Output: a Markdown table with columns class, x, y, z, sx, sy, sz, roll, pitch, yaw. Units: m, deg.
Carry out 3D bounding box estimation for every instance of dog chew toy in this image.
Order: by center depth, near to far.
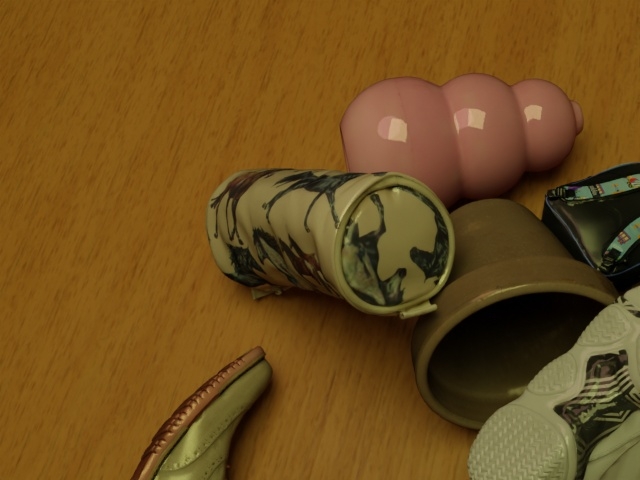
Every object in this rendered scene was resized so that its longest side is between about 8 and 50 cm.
| class | x | y | z | sx | sy | sz | roll | pitch | yaw |
| --- | --- | --- | --- | --- | --- | --- | --- | --- | --- |
| dog chew toy | 0.198 | -0.141 | 1.405 | 0.331 | 0.206 | 0.207 | -11 | 59 | 1 |

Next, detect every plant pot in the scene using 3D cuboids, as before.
| class | x | y | z | sx | sy | sz | roll | pitch | yaw |
| --- | --- | --- | --- | --- | --- | --- | --- | --- | --- |
| plant pot | 0.231 | 0.070 | 1.262 | 0.263 | 0.263 | 0.229 | -15 | 42 | 7 |

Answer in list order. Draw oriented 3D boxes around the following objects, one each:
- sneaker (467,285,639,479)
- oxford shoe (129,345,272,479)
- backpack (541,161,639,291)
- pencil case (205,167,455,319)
| class | x | y | z | sx | sy | sz | roll | pitch | yaw |
| --- | --- | --- | --- | --- | --- | --- | --- | --- | --- |
| sneaker | 0.354 | 0.198 | 1.132 | 0.366 | 0.210 | 0.137 | -41 | 36 | 8 |
| oxford shoe | -0.172 | 0.315 | 1.313 | 0.146 | 0.140 | 0.397 | 39 | 70 | -2 |
| backpack | 0.393 | -0.016 | 1.320 | 0.173 | 0.117 | 0.158 | -22 | 59 | -12 |
| pencil case | 0.000 | 0.000 | 1.284 | 0.160 | 0.183 | 0.410 | -29 | 17 | -24 |
